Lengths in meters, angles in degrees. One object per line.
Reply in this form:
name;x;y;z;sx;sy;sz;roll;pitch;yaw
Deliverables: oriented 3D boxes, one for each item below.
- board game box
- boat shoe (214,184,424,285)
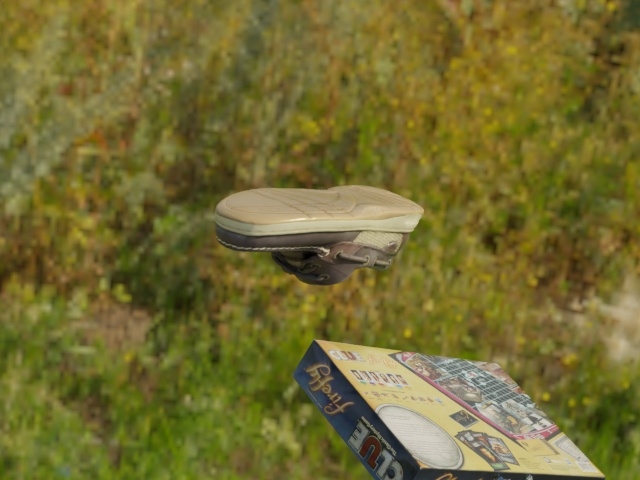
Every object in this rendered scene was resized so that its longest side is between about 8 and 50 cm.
board game box;0.112;0.160;1.365;0.243;0.042;0.165;11;28;-43
boat shoe;0.000;0.000;1.575;0.102;0.092;0.285;21;15;32
